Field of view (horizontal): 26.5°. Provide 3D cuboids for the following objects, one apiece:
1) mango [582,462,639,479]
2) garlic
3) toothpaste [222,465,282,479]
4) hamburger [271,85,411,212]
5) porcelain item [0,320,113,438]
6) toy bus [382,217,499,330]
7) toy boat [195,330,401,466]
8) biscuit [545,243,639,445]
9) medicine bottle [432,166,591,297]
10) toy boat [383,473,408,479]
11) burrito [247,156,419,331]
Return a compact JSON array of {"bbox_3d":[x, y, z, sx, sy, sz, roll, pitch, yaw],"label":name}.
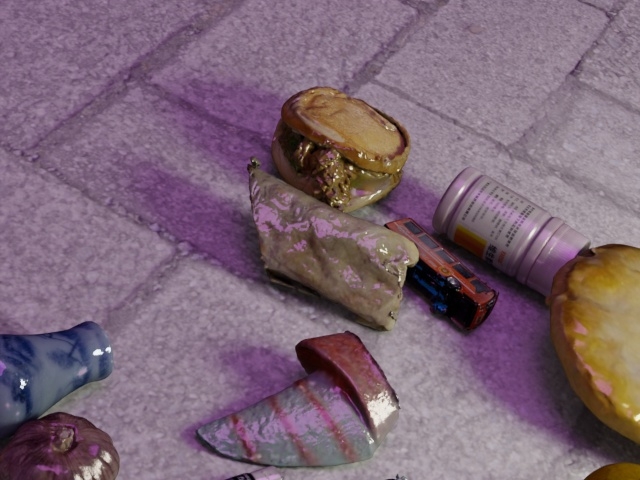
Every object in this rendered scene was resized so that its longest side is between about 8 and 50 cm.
[{"bbox_3d":[0.421,0.471,1.789,0.301,0.220,0.445,6,34,-5],"label":"mango"},{"bbox_3d":[-0.344,0.291,1.796,0.159,0.102,0.147,-2,49,-24],"label":"garlic"},{"bbox_3d":[-0.146,0.354,1.847,0.193,0.045,0.071,-16,43,-25],"label":"toothpaste"},{"bbox_3d":[0.036,-0.159,2.398,0.243,0.146,0.286,11,34,-17],"label":"hamburger"},{"bbox_3d":[-0.409,0.188,1.873,0.141,0.141,0.259,42,36,25],"label":"porcelain item"},{"bbox_3d":[0.193,0.054,2.271,0.235,0.073,0.096,41,39,26],"label":"toy bus"},{"bbox_3d":[-0.035,0.256,1.971,0.282,0.096,0.206,-22,68,-25],"label":"toy boat"},{"bbox_3d":[0.557,0.194,2.183,0.446,0.104,0.429,26,45,-7],"label":"biscuit"},{"bbox_3d":[0.328,-0.013,2.343,0.249,0.133,0.133,32,43,16],"label":"medicine bottle"},{"bbox_3d":[0.206,0.383,1.896,0.291,0.067,0.220,-2,20,-32],"label":"toy boat"},{"bbox_3d":[-0.007,0.009,2.204,0.347,0.107,0.175,29,64,7],"label":"burrito"}]
